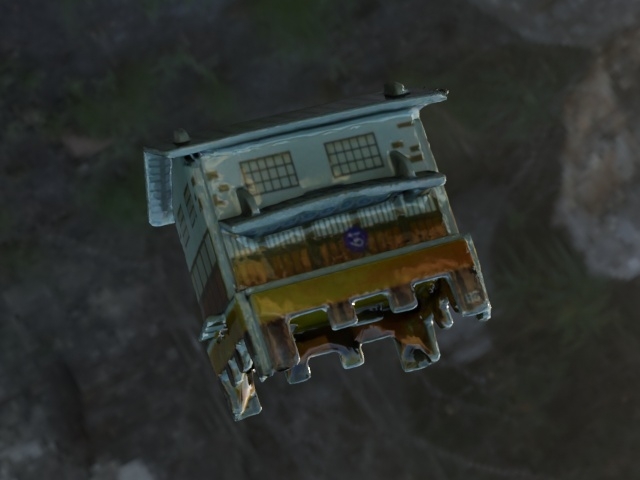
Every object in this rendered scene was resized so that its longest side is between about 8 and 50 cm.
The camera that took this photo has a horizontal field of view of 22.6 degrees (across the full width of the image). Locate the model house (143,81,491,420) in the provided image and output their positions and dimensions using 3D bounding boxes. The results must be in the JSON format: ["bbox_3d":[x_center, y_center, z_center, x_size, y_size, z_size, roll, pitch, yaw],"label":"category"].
[{"bbox_3d":[0.000,0.000,1.237,0.224,0.215,0.198,-15,168,-15],"label":"model house"}]
